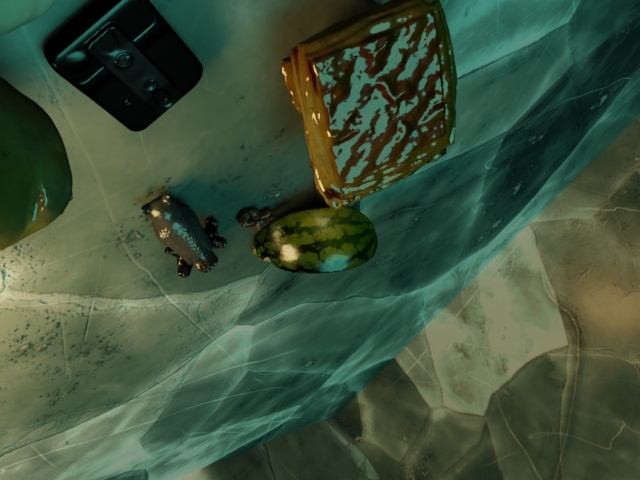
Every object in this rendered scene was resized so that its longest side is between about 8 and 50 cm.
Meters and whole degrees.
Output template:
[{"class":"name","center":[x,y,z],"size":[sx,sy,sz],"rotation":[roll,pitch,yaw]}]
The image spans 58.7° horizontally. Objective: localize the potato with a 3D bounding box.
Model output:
[{"class":"potato","center":[-0.411,-0.089,0.550],"size":[0.243,0.221,0.326],"rotation":[3,175,12]}]

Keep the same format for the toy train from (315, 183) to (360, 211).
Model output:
[{"class":"toy train","center":[0.044,-0.128,1.263],"size":[0.086,0.089,0.409],"rotation":[-36,154,-17]}]

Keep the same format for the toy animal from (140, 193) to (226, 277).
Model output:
[{"class":"toy animal","center":[-0.256,-0.001,1.048],"size":[0.121,0.117,0.210],"rotation":[-32,157,1]}]

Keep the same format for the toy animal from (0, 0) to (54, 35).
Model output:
[{"class":"toy animal","center":[-0.289,-0.305,0.435],"size":[0.249,0.174,0.289],"rotation":[-35,153,-6]}]

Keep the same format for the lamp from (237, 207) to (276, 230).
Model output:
[{"class":"lamp","center":[-0.141,-0.048,1.218],"size":[0.063,0.031,0.083],"rotation":[-49,148,19]}]

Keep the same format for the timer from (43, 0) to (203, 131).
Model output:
[{"class":"timer","center":[-0.246,-0.230,0.751],"size":[0.144,0.055,0.187],"rotation":[-40,155,3]}]

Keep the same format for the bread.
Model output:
[{"class":"bread","center":[0.082,-0.245,0.972],"size":[0.277,0.167,0.325],"rotation":[-26,134,-9]}]

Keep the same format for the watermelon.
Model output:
[{"class":"watermelon","center":[0.005,0.019,1.281],"size":[0.303,0.129,0.159],"rotation":[-6,153,-10]}]
